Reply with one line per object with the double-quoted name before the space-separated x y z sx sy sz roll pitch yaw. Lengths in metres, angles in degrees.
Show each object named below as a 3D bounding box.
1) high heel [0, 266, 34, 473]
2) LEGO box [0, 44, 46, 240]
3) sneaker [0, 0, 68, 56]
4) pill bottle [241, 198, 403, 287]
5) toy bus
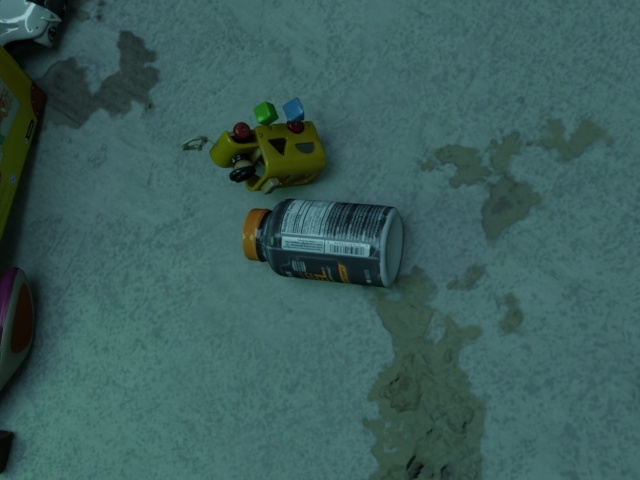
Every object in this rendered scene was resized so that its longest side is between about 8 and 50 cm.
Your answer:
"high heel" -0.624 0.223 1.668 0.181 0.127 0.377 9 86 8
"LEGO box" -0.689 -0.131 1.580 0.193 0.372 0.500 4 68 15
"sneaker" -0.528 -0.445 1.793 0.330 0.122 0.146 -42 89 5
"pill bottle" 0.000 0.000 1.520 0.246 0.130 0.130 6 81 19
"toy bus" -0.092 -0.129 1.540 0.202 0.191 0.104 -24 73 11
